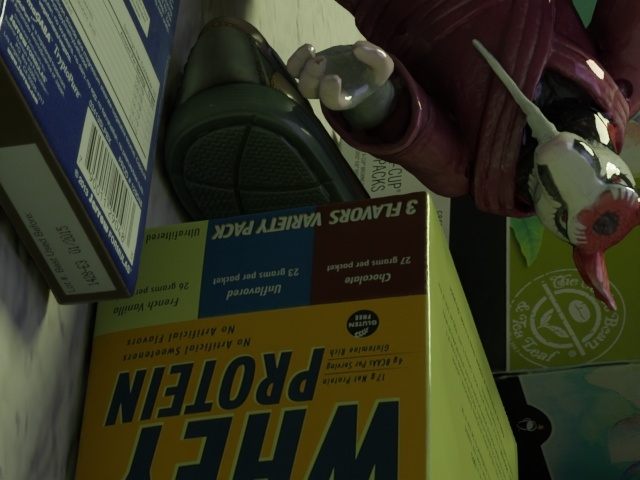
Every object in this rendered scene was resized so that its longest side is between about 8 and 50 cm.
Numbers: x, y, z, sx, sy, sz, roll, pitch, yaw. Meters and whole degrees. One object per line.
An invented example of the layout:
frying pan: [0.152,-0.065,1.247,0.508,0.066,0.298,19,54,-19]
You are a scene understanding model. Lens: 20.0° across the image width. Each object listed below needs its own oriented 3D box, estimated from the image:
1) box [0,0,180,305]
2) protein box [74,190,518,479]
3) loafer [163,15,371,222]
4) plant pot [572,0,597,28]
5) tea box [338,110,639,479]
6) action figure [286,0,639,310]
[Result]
box: [-0.093,-0.105,0.685,0.136,0.036,0.225,68,21,-46]
protein box: [-0.001,0.125,0.723,0.200,0.136,0.201,66,20,-50]
loafer: [0.000,0.000,0.899,0.267,0.096,0.084,64,16,-46]
plant pot: [0.181,-0.140,1.384,0.165,0.234,0.166,70,24,-43]
tea box: [0.201,0.086,1.171,0.329,0.323,0.220,65,22,-48]
action figure: [0.056,-0.117,0.907,0.276,0.248,0.370,110,-42,-64]
